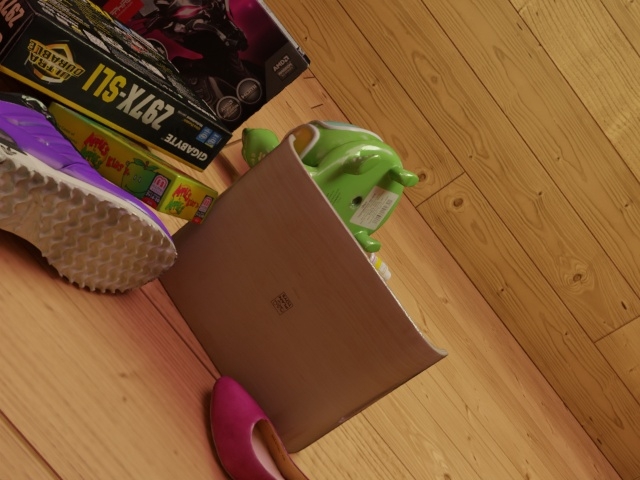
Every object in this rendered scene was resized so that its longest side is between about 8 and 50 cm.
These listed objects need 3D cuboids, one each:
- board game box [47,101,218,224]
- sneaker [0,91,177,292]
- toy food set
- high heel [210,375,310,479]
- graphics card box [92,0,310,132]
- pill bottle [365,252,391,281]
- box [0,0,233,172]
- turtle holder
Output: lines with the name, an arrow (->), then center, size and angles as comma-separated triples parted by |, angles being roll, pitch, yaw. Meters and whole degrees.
board game box -> -0.210, -0.083, 0.700 | 0.181, 0.043, 0.092 | 30, 2, 18
sneaker -> -0.253, -0.064, 0.593 | 0.293, 0.102, 0.146 | 37, 22, -43
toy food set -> -0.030, 0.065, 0.734 | 0.306, 0.219, 0.092 | 55, 17, 6
high heel -> -0.021, 0.223, 0.620 | 0.082, 0.117, 0.244 | 25, 33, -58
graphics card box -> -0.218, -0.364, 1.058 | 0.371, 0.232, 0.094 | 49, 13, -16
pill bottle -> 0.126, 0.061, 1.468 | 0.083, 0.043, 0.043 | 43, 19, -33
box -> -0.287, -0.236, 0.809 | 0.257, 0.079, 0.322 | 47, 11, 31
turtle holder -> -0.003, -0.110, 1.215 | 0.320, 0.243, 0.227 | -16, 46, -31
